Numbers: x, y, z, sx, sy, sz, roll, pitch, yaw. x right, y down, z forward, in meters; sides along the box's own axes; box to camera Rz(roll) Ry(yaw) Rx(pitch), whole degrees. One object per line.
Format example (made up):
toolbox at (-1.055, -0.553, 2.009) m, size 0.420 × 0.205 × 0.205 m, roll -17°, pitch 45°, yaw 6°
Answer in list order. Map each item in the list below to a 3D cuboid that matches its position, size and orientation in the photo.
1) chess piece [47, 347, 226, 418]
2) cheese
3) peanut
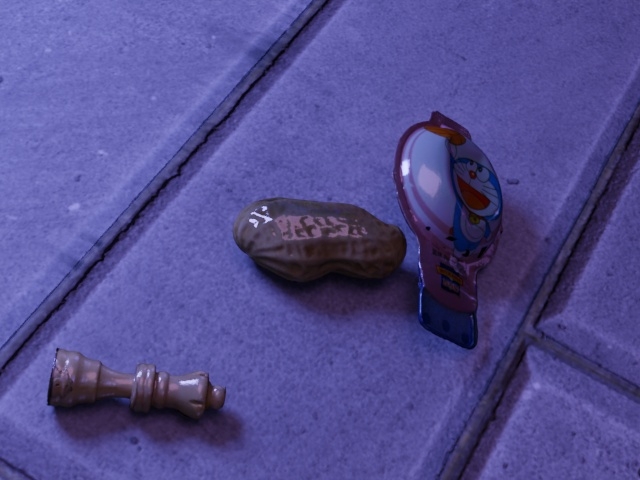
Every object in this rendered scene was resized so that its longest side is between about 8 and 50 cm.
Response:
chess piece at (-0.179, 0.144, 1.089) m, size 0.172 × 0.060 × 0.060 m, roll 9°, pitch 53°, yaw -9°
cheese at (0.145, -0.018, 1.241) m, size 0.189 × 0.074 × 0.286 m, roll 27°, pitch 54°, yaw -33°
peanut at (0.000, 0.000, 1.210) m, size 0.194 × 0.083 × 0.093 m, roll 9°, pitch 40°, yaw -4°
